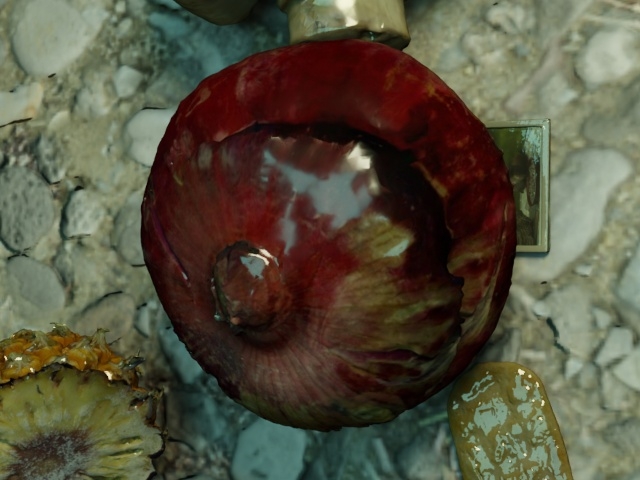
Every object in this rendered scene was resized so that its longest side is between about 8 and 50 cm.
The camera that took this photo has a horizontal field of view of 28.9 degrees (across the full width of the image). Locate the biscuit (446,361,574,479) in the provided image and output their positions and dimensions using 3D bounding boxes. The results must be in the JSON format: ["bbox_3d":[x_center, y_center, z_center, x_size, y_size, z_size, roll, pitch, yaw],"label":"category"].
[{"bbox_3d":[0.126,0.150,0.804,0.071,0.018,0.147,-18,80,19],"label":"biscuit"}]

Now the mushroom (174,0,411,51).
[{"bbox_3d":[-0.012,-0.217,0.798,0.254,0.189,0.195,-12,79,24],"label":"mushroom"}]

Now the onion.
[{"bbox_3d":[0.000,0.000,0.776,0.246,0.190,0.246,8,109,24],"label":"onion"}]

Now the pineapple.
[{"bbox_3d":[-0.205,0.117,0.884,0.176,0.161,0.137,-31,39,-7],"label":"pineapple"}]

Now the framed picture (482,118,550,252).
[{"bbox_3d":[0.121,-0.036,0.826,0.066,0.007,0.089,0,86,23],"label":"framed picture"}]
